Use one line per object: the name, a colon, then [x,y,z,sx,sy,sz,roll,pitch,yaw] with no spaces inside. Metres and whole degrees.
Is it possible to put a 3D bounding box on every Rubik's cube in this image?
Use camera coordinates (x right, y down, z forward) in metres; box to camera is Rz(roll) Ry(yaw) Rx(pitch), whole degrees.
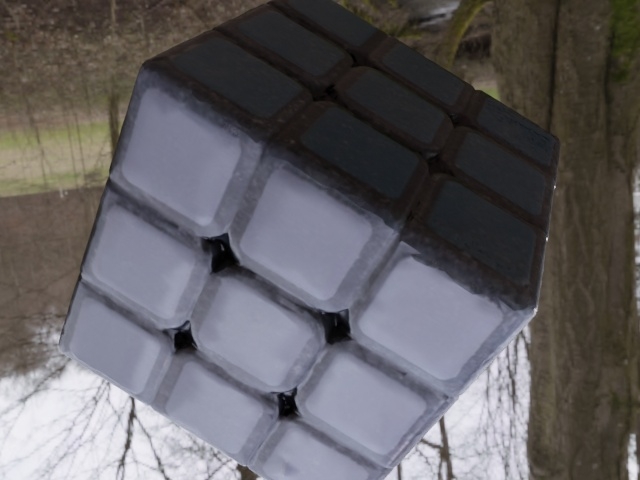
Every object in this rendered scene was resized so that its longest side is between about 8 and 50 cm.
Rubik's cube: [0.000,0.000,0.612,0.305,0.304,0.301,30,-145,2]
